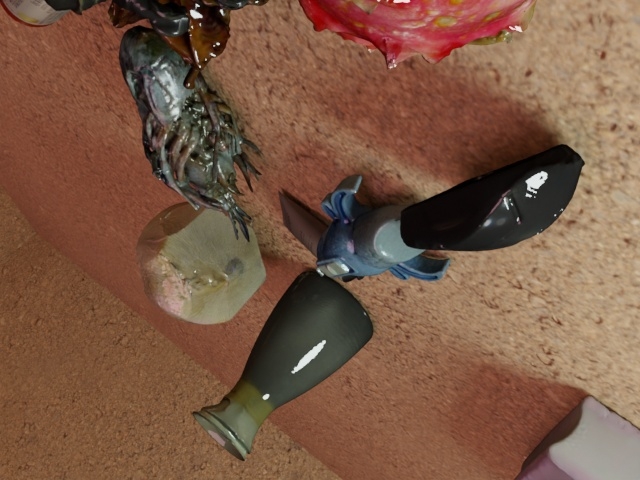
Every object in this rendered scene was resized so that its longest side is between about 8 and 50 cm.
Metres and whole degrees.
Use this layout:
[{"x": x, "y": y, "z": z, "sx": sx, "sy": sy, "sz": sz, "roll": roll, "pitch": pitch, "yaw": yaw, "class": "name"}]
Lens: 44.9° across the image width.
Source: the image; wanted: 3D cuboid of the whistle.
[{"x": 0.069, "y": -0.004, "z": 1.016, "sx": 0.180, "sy": 0.093, "sz": 0.269, "roll": 43, "pitch": 154, "yaw": -16, "class": "whistle"}]

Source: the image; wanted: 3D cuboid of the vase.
[{"x": -0.068, "y": 0.219, "z": 1.339, "sx": 0.173, "sy": 0.321, "sz": 0.173, "roll": 37, "pitch": 159, "yaw": 17, "class": "vase"}]

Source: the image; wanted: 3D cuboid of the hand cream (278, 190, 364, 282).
[{"x": 0.000, "y": 0.000, "z": 1.188, "sx": 0.186, "sy": 0.054, "sz": 0.087, "roll": 39, "pitch": 155, "yaw": 29, "class": "hand cream"}]

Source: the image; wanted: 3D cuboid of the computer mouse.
[{"x": 0.167, "y": -0.030, "z": 0.740, "sx": 0.217, "sy": 0.122, "sz": 0.074, "roll": -17, "pitch": 94, "yaw": 66, "class": "computer mouse"}]

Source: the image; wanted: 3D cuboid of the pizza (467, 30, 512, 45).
[{"x": 0.102, "y": -0.197, "z": 0.657, "sx": 0.100, "sy": 0.029, "sz": 0.099, "roll": 51, "pitch": 158, "yaw": -20, "class": "pizza"}]

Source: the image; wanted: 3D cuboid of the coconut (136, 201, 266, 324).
[{"x": -0.214, "y": 0.038, "z": 1.399, "sx": 0.227, "sy": 0.227, "sz": 0.230, "roll": 52, "pitch": 156, "yaw": -22, "class": "coconut"}]

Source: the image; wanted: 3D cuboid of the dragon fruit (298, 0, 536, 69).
[{"x": 0.067, "y": -0.220, "z": 0.456, "sx": 0.205, "sy": 0.210, "sz": 0.268, "roll": 26, "pitch": 153, "yaw": -4, "class": "dragon fruit"}]

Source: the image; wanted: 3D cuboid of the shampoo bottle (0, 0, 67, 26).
[{"x": -0.362, "y": -0.366, "z": 1.052, "sx": 0.104, "sy": 0.104, "sz": 0.278, "roll": 52, "pitch": 156, "yaw": -23, "class": "shampoo bottle"}]

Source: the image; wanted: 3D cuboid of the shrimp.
[{"x": -0.191, "y": -0.126, "z": 1.116, "sx": 0.137, "sy": 0.172, "sz": 0.372, "roll": 3, "pitch": 129, "yaw": 52, "class": "shrimp"}]

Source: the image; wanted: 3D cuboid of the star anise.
[{"x": -0.131, "y": -0.288, "z": 0.766, "sx": 0.190, "sy": 0.126, "sz": 0.220, "roll": 46, "pitch": 135, "yaw": -8, "class": "star anise"}]

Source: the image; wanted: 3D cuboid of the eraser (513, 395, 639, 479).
[{"x": 0.411, "y": 0.390, "z": 1.097, "sx": 0.272, "sy": 0.122, "sz": 0.359, "roll": 36, "pitch": 157, "yaw": 16, "class": "eraser"}]

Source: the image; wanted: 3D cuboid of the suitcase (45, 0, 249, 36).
[{"x": -0.215, "y": -0.373, "z": 0.558, "sx": 0.434, "sy": 0.194, "sz": 0.283, "roll": 53, "pitch": 157, "yaw": 13, "class": "suitcase"}]
